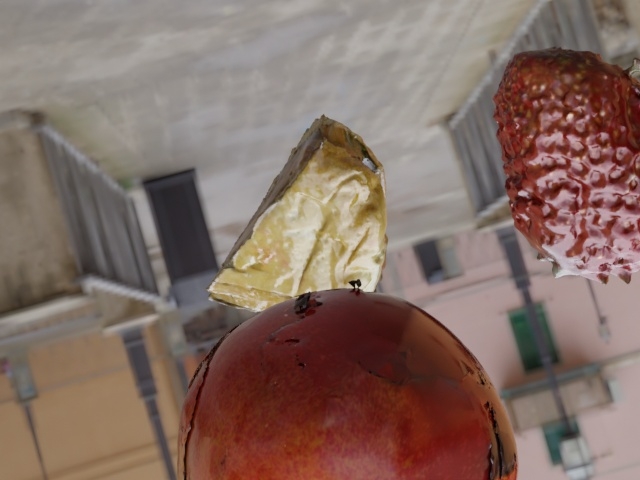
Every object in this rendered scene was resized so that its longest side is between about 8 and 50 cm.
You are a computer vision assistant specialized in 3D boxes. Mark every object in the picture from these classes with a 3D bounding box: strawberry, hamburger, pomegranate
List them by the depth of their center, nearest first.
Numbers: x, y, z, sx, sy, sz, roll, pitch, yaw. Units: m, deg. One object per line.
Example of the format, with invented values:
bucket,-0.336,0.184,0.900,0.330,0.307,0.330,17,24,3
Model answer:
pomegranate,0.009,0.144,0.798,0.210,0.235,0.210,19,-164,-6
strawberry,0.380,-0.118,1.743,0.292,0.292,0.343,-16,136,1
hamburger,0.002,0.002,1.790,0.330,0.209,0.162,-52,-171,30
